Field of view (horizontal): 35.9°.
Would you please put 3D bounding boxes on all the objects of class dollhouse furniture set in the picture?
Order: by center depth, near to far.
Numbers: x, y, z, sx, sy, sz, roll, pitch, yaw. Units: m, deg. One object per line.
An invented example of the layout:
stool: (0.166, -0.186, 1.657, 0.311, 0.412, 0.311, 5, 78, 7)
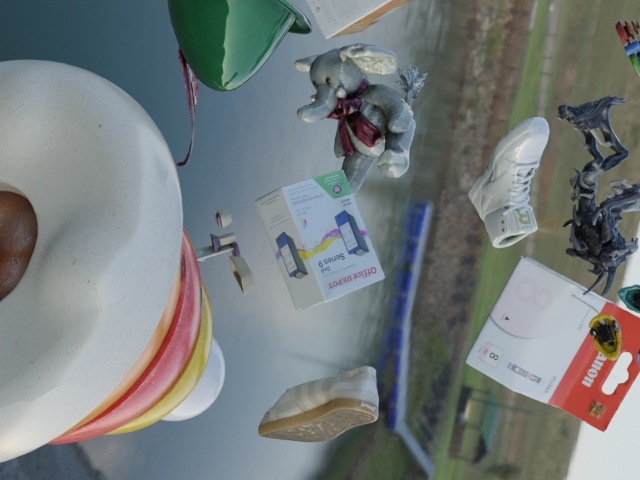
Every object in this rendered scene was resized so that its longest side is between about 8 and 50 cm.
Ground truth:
dollhouse furniture set: (-0.149, 0.026, 1.402, 0.114, 0.081, 0.091, -125, -157, -53)

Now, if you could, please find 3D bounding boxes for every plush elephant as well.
plush elephant: (0.065, -0.288, 2.070, 0.272, 0.255, 0.330, -13, -130, 62)

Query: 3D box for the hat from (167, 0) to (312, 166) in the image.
hat: (-0.118, -0.165, 0.990, 0.208, 0.173, 0.184, 24, 90, -54)

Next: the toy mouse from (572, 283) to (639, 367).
toy mouse: (0.430, 0.114, 1.298, 0.031, 0.143, 0.161, 3, 62, -55)

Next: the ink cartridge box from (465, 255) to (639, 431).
ink cartridge box: (0.363, 0.157, 1.483, 0.189, 0.232, 0.066, -64, 161, 12)

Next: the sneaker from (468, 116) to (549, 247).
sneaker: (0.400, -0.101, 1.961, 0.292, 0.108, 0.169, 111, -35, -56)

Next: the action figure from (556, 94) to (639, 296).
action figure: (0.414, -0.063, 1.397, 0.164, 0.140, 0.276, -176, -101, -82)

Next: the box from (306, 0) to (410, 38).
box: (0.081, -0.387, 1.485, 0.130, 0.170, 0.091, -29, 94, -57)

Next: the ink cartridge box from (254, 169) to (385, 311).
ink cartridge box: (0.000, 0.000, 1.729, 0.154, 0.093, 0.212, -18, 87, -40)

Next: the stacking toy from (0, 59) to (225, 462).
stacking toy: (-0.221, 0.075, 0.980, 0.480, 0.350, 0.351, 50, 52, -64)

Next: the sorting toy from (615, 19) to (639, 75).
sorting toy: (0.540, -0.334, 1.681, 0.102, 0.042, 0.061, 62, 23, -8)

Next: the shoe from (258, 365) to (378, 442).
shoe: (-0.002, 0.203, 1.195, 0.219, 0.076, 0.058, -28, -131, 48)
